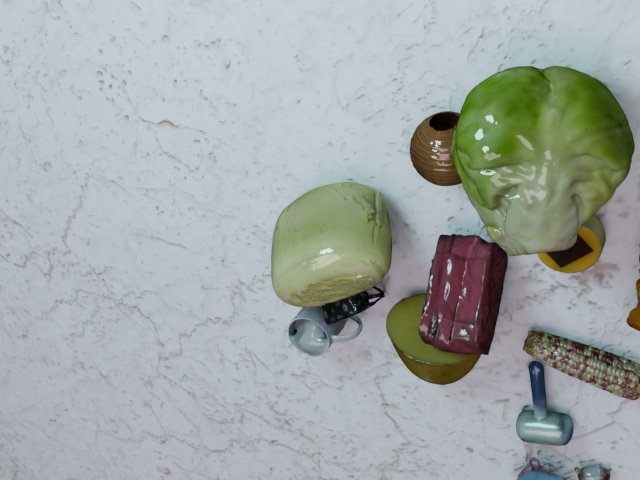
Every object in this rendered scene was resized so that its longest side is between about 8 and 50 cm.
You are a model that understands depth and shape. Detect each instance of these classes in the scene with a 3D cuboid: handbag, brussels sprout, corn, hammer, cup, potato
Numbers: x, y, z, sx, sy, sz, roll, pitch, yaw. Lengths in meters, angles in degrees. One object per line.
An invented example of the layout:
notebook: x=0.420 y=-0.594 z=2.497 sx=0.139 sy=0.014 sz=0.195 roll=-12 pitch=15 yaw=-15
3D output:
handbag: x=0.267 y=0.102 z=1.501 sx=0.135 sy=0.146 sz=0.225 roll=8 pitch=79 yaw=23
brussels sprout: x=0.361 y=-0.134 z=1.274 sx=0.316 sy=0.274 sz=0.242 roll=63 pitch=166 yaw=-13
handbag: x=0.079 y=0.124 z=1.662 sx=0.115 sy=0.139 sz=0.072 roll=-29 pitch=70 yaw=48
corn: x=0.511 y=0.238 z=1.538 sx=0.237 sy=0.079 sz=0.079 roll=19 pitch=125 yaw=17
hammer: x=0.455 y=0.332 z=1.632 sx=0.116 sy=0.069 sz=0.194 roll=0 pitch=113 yaw=29
cup: x=0.014 y=0.187 z=1.728 sx=0.136 sy=0.133 sz=0.099 roll=33 pitch=127 yaw=6
potato: x=0.238 y=0.220 z=1.628 sx=0.203 sy=0.178 sz=0.158 roll=-2 pitch=137 yaw=5

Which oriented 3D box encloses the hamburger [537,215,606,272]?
hamburger: x=0.442 y=-0.010 z=1.428 sx=0.141 sy=0.081 sz=0.126 roll=30 pitch=130 yaw=-6

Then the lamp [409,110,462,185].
lamp: x=0.225 y=-0.162 z=1.415 sx=0.136 sy=0.136 sz=0.136 roll=13 pitch=123 yaw=21

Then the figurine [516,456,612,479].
figurine: x=0.542 y=0.554 z=1.692 sx=0.260 sy=0.103 sz=0.205 roll=31 pitch=130 yaw=-4

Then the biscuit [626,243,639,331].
biscuit: x=0.680 y=0.085 z=1.300 sx=0.318 sy=0.110 sz=0.312 roll=23 pitch=127 yaw=41

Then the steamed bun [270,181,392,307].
steamed bun: x=0.000 y=0.000 z=1.553 sx=0.273 sy=0.232 sz=0.166 roll=-21 pitch=147 yaw=33
